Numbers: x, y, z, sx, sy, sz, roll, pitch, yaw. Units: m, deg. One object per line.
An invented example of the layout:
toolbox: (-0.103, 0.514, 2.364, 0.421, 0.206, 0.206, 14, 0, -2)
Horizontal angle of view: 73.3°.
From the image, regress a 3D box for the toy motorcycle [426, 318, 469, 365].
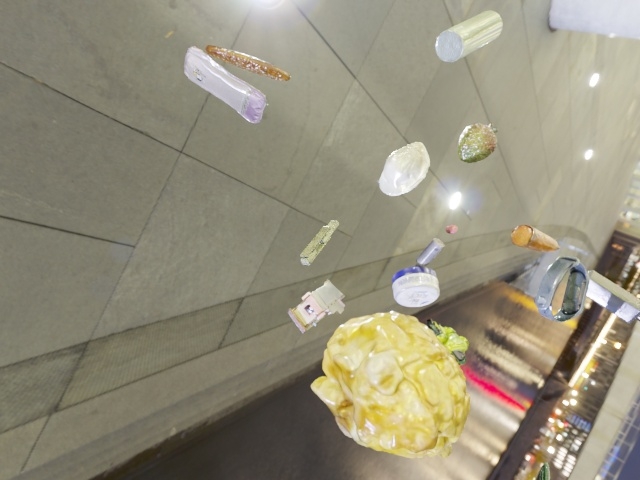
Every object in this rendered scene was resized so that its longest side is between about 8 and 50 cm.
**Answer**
toy motorcycle: (0.549, 0.445, 1.831, 0.142, 0.206, 0.342, -29, 150, 14)

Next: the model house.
model house: (-0.034, 0.343, 2.063, 0.244, 0.169, 0.326, -40, 173, 18)

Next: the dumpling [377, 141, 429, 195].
dumpling: (0.336, -0.274, 1.670, 0.216, 0.166, 0.126, -35, 150, -11)

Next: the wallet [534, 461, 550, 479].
wallet: (0.620, 0.759, 1.228, 0.236, 0.055, 0.160, -12, 119, -64)

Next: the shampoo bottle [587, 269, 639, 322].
shampoo bottle: (1.104, 0.219, 1.620, 0.079, 0.246, 0.080, -30, 150, -47)

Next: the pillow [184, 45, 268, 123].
pillow: (-0.239, -0.387, 1.079, 0.038, 0.233, 0.131, -61, -172, -24)

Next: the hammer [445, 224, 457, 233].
hammer: (0.599, -0.052, 1.972, 0.043, 0.043, 0.083, -63, 179, 2)

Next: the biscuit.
biscuit: (-0.251, -0.613, 1.501, 0.305, 0.305, 0.038, -2, 115, -54)

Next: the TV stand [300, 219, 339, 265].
TV stand: (0.000, 0.000, 1.696, 0.249, 0.036, 0.042, -52, 130, -36)

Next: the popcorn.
popcorn: (0.194, 0.354, 1.097, 0.344, 0.391, 0.353, 123, -20, -60)

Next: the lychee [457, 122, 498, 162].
lychee: (0.484, -0.302, 1.323, 0.146, 0.114, 0.114, -46, 147, 3)

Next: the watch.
watch: (0.751, 0.150, 1.329, 0.193, 0.068, 0.206, 14, 92, -32)

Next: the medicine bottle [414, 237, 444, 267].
medicine bottle: (0.464, 0.076, 1.901, 0.058, 0.057, 0.199, -16, 147, -48)

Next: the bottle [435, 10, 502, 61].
bottle: (0.349, -0.478, 1.005, 0.201, 0.072, 0.072, -37, 140, -34)

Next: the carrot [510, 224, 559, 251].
carrot: (0.674, 0.003, 1.321, 0.205, 0.072, 0.072, 12, 105, -32)

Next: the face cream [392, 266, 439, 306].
face cream: (0.430, 0.215, 1.940, 0.206, 0.206, 0.111, 63, 20, -52)
